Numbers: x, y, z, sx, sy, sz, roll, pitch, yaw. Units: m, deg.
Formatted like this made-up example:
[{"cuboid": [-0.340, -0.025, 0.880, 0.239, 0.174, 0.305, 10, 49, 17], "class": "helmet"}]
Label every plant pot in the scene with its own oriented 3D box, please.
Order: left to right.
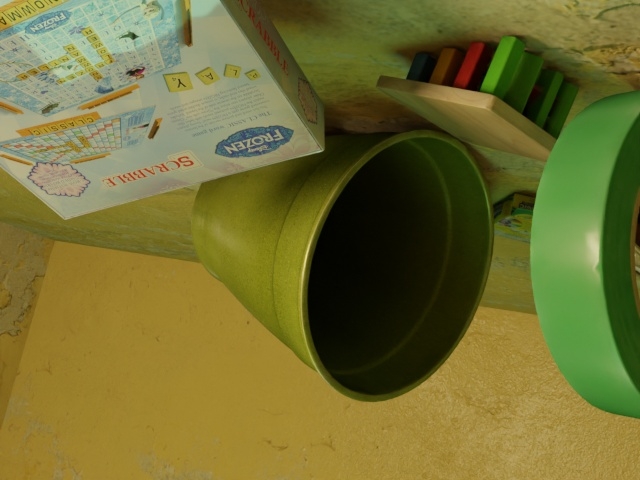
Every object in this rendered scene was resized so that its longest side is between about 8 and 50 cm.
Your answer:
[{"cuboid": [0.000, 0.000, 1.168, 0.366, 0.367, 0.353, 23, 177, -44], "class": "plant pot"}]

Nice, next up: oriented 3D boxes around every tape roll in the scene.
[{"cuboid": [0.334, 0.013, 0.770, 0.321, 0.321, 0.077, 20, 167, -36], "class": "tape roll"}]

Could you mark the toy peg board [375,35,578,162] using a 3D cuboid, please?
[{"cuboid": [0.174, -0.152, 0.824, 0.161, 0.079, 0.160, 22, -178, -41], "class": "toy peg board"}]

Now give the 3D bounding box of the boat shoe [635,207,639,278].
[{"cuboid": [0.506, 0.013, 1.150, 0.302, 0.113, 0.103, 16, 175, -13], "class": "boat shoe"}]

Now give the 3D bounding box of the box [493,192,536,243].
[{"cuboid": [0.339, -0.035, 1.301, 0.105, 0.043, 0.179, 14, 172, -4], "class": "box"}]

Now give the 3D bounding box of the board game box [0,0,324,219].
[{"cuboid": [-0.201, -0.159, 0.724, 0.318, 0.066, 0.318, -12, 145, 20], "class": "board game box"}]
